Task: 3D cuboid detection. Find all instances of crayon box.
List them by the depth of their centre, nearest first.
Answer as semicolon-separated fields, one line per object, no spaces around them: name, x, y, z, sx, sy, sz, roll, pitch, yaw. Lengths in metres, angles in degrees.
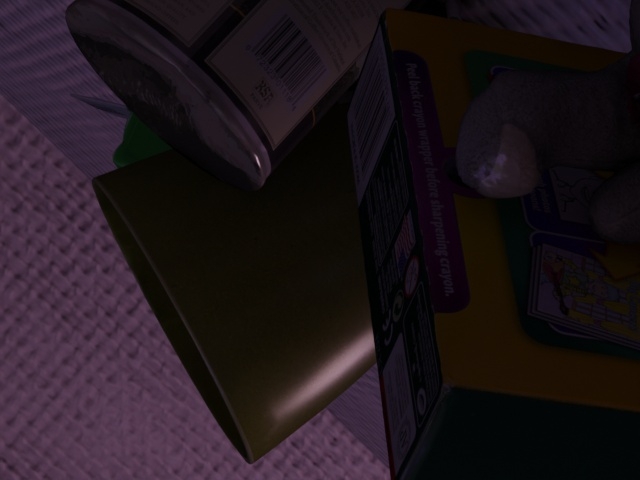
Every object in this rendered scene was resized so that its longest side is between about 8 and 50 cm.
crayon box;0.191;0.018;1.163;0.313;0.363;0.106;10;129;-13

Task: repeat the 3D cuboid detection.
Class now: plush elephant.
plush elephant;0.277;-0.085;1.009;0.330;0.272;0.255;16;-166;-28

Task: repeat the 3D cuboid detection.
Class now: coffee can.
coffee can;-0.032;-0.205;1.419;0.201;0.275;0.201;39;166;12

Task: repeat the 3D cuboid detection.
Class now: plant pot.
plant pot;0.000;0.000;1.566;0.275;0.293;0.275;59;171;16

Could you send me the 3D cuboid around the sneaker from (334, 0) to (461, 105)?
sneaker;0.018;-0.168;1.591;0.235;0.094;0.153;-1;156;-2

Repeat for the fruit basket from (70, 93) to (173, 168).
fruit basket;-0.054;-0.081;1.959;0.327;0.165;0.353;24;-174;22
